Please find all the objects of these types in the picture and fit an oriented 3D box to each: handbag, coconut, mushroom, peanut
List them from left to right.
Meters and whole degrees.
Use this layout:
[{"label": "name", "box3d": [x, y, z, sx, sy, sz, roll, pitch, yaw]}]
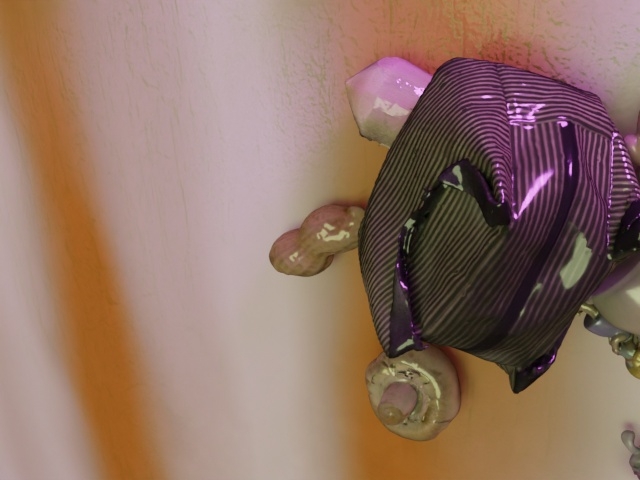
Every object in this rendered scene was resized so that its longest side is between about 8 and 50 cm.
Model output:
[{"label": "peanut", "box3d": [0.000, 0.000, 0.993, 0.187, 0.082, 0.082, -35, 93, 35]}, {"label": "coconut", "box3d": [0.087, -0.173, 0.847, 0.124, 0.110, 0.110, 26, 123, 8]}, {"label": "mushroom", "box3d": [0.132, 0.222, 0.995, 0.154, 0.122, 0.154, 16, 119, 31]}, {"label": "handbag", "box3d": [0.188, -0.005, 0.757, 0.247, 0.240, 0.341, 17, 126, -12]}]

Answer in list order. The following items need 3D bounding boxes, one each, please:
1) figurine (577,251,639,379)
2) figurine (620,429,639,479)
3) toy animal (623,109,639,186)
[{"label": "figurine", "box3d": [0.425, 0.111, 0.776, 0.235, 0.127, 0.155, 43, 108, 2]}, {"label": "figurine", "box3d": [0.441, 0.298, 0.887, 0.094, 0.086, 0.082, 21, 152, -30]}, {"label": "toy animal", "box3d": [0.378, -0.127, 0.695, 0.124, 0.124, 0.213, 5, 118, 28]}]
